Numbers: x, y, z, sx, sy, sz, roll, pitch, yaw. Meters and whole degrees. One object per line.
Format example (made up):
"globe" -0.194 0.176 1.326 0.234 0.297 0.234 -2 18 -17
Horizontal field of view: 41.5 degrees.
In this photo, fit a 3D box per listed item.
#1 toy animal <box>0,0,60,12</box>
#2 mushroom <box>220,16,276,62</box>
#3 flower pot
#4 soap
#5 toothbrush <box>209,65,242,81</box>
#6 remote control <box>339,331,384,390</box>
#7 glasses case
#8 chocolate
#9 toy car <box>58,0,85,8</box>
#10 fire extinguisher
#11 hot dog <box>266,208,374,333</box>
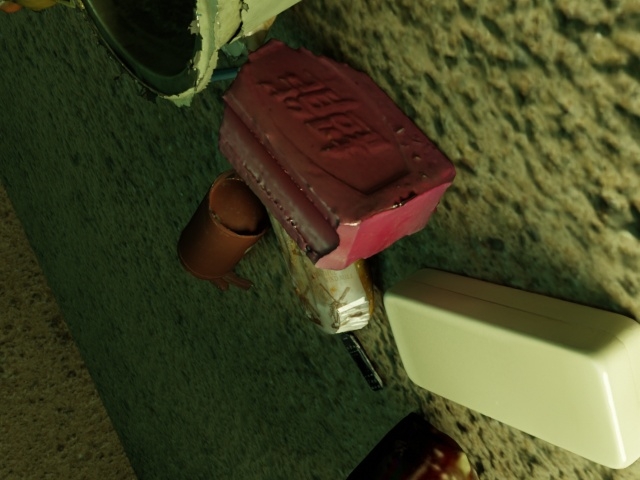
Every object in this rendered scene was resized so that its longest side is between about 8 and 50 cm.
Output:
"toy animal" -0.504 -0.489 1.405 0.169 0.195 0.281 -39 73 23
"mushroom" -0.091 -0.307 0.919 0.072 0.094 0.210 28 138 56
"flower pot" -0.084 -0.291 0.744 0.290 0.259 0.290 39 146 33
"soap" -0.002 -0.099 0.895 0.250 0.162 0.099 48 151 21
"toothbrush" -0.112 -0.222 1.127 0.275 0.019 0.025 9 132 57
"remote control" 0.062 0.173 1.217 0.096 0.014 0.039 59 153 0
"glasses case" 0.194 0.119 0.870 0.312 0.070 0.131 13 128 56
"chocolate" 0.119 0.387 1.115 0.210 0.225 0.340 41 150 9
"toy car" -0.375 -0.477 1.245 0.124 0.101 0.257 35 146 33
"fire extinguisher" -0.145 0.007 1.336 0.147 0.107 0.337 36 154 -5
"hot dog" 0.000 0.000 1.090 0.144 0.075 0.268 14 125 50
